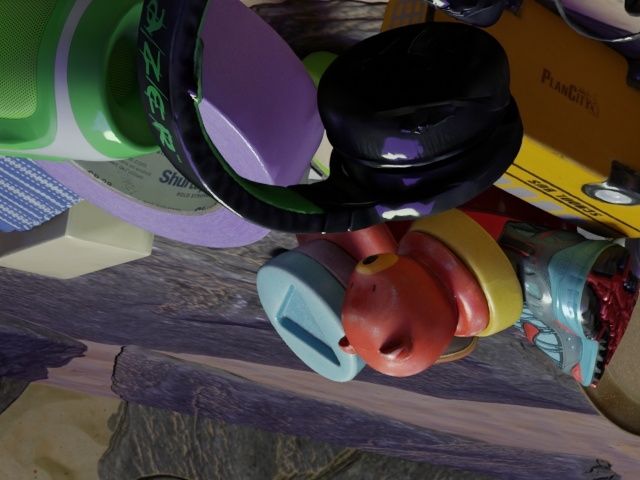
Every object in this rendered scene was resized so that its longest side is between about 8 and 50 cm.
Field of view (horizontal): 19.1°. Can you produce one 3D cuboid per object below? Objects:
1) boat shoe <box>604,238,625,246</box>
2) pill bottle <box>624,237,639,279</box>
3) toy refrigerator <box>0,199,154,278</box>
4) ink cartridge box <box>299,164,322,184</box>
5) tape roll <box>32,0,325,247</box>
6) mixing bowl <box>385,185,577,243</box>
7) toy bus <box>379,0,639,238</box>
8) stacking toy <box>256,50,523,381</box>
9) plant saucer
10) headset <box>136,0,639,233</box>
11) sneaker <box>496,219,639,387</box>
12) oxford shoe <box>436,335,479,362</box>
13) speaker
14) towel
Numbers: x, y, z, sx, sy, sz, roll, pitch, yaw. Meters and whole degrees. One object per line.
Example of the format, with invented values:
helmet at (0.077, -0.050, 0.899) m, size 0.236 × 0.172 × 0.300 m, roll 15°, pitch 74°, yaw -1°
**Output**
boat shoe at (0.373, 0.031, 1.805) m, size 0.113 × 0.103 × 0.302 m, roll 20°, pitch 164°, yaw -30°
pill bottle at (0.350, -0.008, 1.636) m, size 0.121 × 0.121 × 0.216 m, roll 16°, pitch 165°, yaw -15°
toy refrigerator at (-0.280, -0.023, 2.148) m, size 0.102 × 0.094 × 0.269 m, roll 13°, pitch 168°, yaw -25°
ink cartridge box at (-0.080, -0.067, 1.875) m, size 0.104 × 0.060 × 0.180 m, roll 4°, pitch 164°, yaw 25°
tape roll at (-0.137, -0.111, 1.516) m, size 0.274 × 0.090 × 0.275 m, roll 24°, pitch 154°, yaw 12°
mixing bowl at (0.150, -0.043, 1.703) m, size 0.181 × 0.098 × 0.181 m, roll 9°, pitch 165°, yaw 2°
toy bus at (0.163, -0.102, 1.456) m, size 0.332 × 0.108 × 0.130 m, roll 23°, pitch 163°, yaw -40°
stacking toy at (0.000, 0.000, 1.638) m, size 0.279 × 0.130 × 0.309 m, roll 56°, pitch 156°, yaw -7°
plant saucer at (0.346, 0.120, 2.085) m, size 0.036 × 0.199 × 0.198 m, roll -21°, pitch -174°, yaw -34°
headset at (0.083, -0.127, 1.185) m, size 0.394 × 0.243 × 0.185 m, roll -13°, pitch -151°, yaw -31°
sneaker at (0.205, 0.042, 1.657) m, size 0.125 × 0.104 × 0.262 m, roll 24°, pitch 165°, yaw 19°
oxford shoe at (0.061, 0.083, 2.285) m, size 0.271 × 0.097 × 0.098 m, roll 12°, pitch 160°, yaw 0°
speaker at (-0.234, -0.127, 1.353) m, size 0.296 × 0.131 × 0.131 m, roll 7°, pitch 166°, yaw 34°
towel at (-0.357, -0.101, 1.957) m, size 0.243 × 0.040 × 0.336 m, roll 31°, pitch 159°, yaw -19°
